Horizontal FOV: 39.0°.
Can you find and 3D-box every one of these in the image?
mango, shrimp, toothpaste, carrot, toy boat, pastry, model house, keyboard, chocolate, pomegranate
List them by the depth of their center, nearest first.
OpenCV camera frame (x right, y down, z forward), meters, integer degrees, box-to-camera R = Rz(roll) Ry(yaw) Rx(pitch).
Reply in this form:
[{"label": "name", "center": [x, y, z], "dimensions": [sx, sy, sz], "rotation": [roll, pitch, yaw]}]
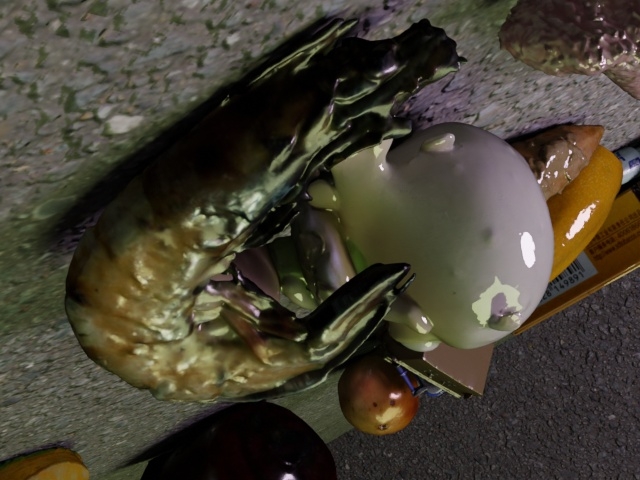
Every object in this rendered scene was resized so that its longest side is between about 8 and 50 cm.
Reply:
[{"label": "shrimp", "center": [-0.023, 0.000, 0.663], "dimensions": [0.365, 0.071, 0.233], "rotation": [-39, 119, 16]}, {"label": "pastry", "center": [0.251, -0.168, 0.722], "dimensions": [0.112, 0.103, 0.265], "rotation": [-46, 159, 31]}, {"label": "carrot", "center": [0.230, -0.077, 1.030], "dimensions": [0.263, 0.102, 0.102], "rotation": [-27, 166, -23]}, {"label": "mango", "center": [0.228, 0.006, 1.149], "dimensions": [0.359, 0.144, 0.187], "rotation": [-37, -166, 16]}, {"label": "toothpaste", "center": [0.362, -0.071, 1.305], "dimensions": [0.297, 0.075, 0.048], "rotation": [-25, 125, -14]}, {"label": "toy boat", "center": [-0.429, 0.351, 1.326], "dimensions": [0.088, 0.089, 0.229], "rotation": [9, -174, 31]}, {"label": "model house", "center": [0.187, 0.193, 1.734], "dimensions": [0.181, 0.176, 0.248], "rotation": [32, 155, -28]}, {"label": "keyboard", "center": [0.007, 0.237, 1.759], "dimensions": [0.103, 0.041, 0.381], "rotation": [-40, 167, 37]}, {"label": "chocolate", "center": [-0.146, 0.486, 1.808], "dimensions": [0.383, 0.383, 0.331], "rotation": [-11, 141, -46]}, {"label": "pomegranate", "center": [0.127, 0.338, 2.004], "dimensions": [0.191, 0.191, 0.191], "rotation": [-25, 165, -8]}]

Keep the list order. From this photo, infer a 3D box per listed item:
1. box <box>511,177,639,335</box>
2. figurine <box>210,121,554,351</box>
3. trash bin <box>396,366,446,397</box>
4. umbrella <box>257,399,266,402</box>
[{"label": "box", "center": [0.481, -0.022, 1.457], "dimensions": [0.415, 0.116, 0.264], "rotation": [-37, 174, 31]}, {"label": "figurine", "center": [0.000, 0.000, 0.782], "dimensions": [0.394, 0.226, 0.274], "rotation": [-16, 133, -1]}, {"label": "trash bin", "center": [0.256, 0.233, 1.939], "dimensions": [0.184, 0.162, 0.234], "rotation": [-34, 171, 7]}, {"label": "umbrella", "center": [-0.136, 0.351, 1.901], "dimensions": [0.149, 0.022, 0.022], "rotation": [-38, -161, 31]}]
